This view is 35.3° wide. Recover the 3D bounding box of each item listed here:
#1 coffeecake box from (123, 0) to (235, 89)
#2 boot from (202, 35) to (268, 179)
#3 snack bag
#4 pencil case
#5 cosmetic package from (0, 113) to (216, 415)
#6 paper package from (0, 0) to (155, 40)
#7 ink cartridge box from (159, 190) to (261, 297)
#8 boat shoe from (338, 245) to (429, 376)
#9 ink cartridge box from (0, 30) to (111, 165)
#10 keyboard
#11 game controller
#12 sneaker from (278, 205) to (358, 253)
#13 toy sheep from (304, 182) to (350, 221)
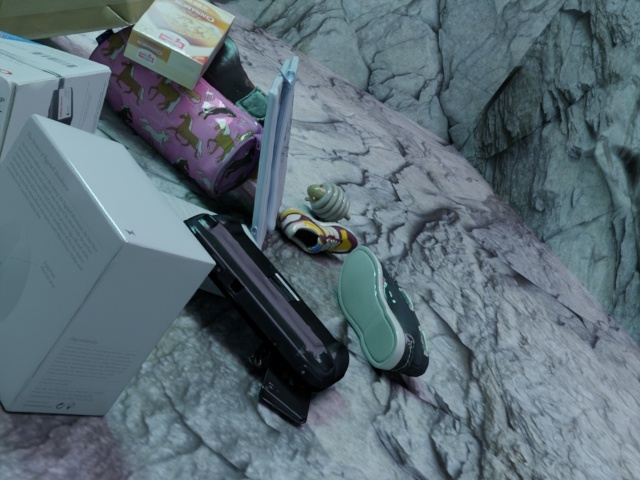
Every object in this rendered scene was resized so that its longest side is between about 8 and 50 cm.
[{"bbox_3d":[-0.260,-0.381,1.870,0.142,0.068,0.185,27,43,-5],"label":"coffeecake box"},{"bbox_3d":[-0.185,-0.283,2.075,0.264,0.096,0.280,46,-18,9],"label":"boot"},{"bbox_3d":[-0.081,-0.158,1.836,0.037,0.323,0.342,9,18,0],"label":"snack bag"},{"bbox_3d":[-0.271,-0.252,1.916,0.386,0.167,0.160,43,59,15],"label":"pencil case"},{"bbox_3d":[-0.267,0.028,1.074,0.138,0.225,0.224,15,28,-51],"label":"cosmetic package"},{"bbox_3d":[-0.474,-0.489,1.932,0.309,0.168,0.325,-7,17,6],"label":"paper package"},{"bbox_3d":[-0.236,-0.011,1.535,0.371,0.069,0.176,26,20,-40],"label":"ink cartridge box"},{"bbox_3d":[0.111,0.129,1.795,0.091,0.114,0.302,26,31,-30],"label":"boat shoe"},{"bbox_3d":[-0.462,-0.206,1.397,0.223,0.129,0.307,20,15,6],"label":"ink cartridge box"},{"bbox_3d":[-0.058,0.190,1.421,0.108,0.023,0.180,41,15,-8],"label":"keyboard"},{"bbox_3d":[-0.080,0.085,1.471,0.319,0.067,0.166,50,10,10],"label":"game controller"},{"bbox_3d":[0.000,0.000,2.001,0.185,0.069,0.084,20,31,-29],"label":"sneaker"},{"bbox_3d":[0.020,-0.084,2.230,0.132,0.091,0.091,32,16,-34],"label":"toy sheep"}]
